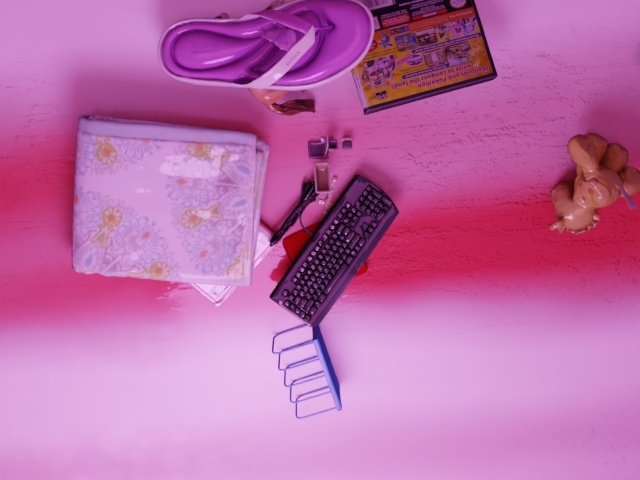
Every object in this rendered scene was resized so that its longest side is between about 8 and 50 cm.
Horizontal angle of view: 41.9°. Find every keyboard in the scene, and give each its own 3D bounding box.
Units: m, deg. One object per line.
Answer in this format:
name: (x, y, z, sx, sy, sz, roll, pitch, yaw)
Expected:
keyboard: (0.000, 0.000, 1.723, 0.201, 0.033, 0.317, 35, 90, 3)

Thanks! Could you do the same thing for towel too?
towel: (-0.300, -0.074, 1.663, 0.374, 0.090, 0.321, 6, 104, -6)

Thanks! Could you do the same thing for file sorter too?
file sorter: (-0.029, 0.278, 1.791, 0.104, 0.118, 0.170, -18, 105, 4)

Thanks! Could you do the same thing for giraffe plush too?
giraffe plush: (0.552, -0.095, 1.730, 0.181, 0.210, 0.170, 17, 136, -21)

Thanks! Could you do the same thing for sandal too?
sandal: (-0.105, -0.356, 1.552, 0.416, 0.102, 0.169, -8, 98, 8)

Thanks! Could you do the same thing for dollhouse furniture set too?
dollhouse furniture set: (0.025, -0.157, 1.676, 0.091, 0.081, 0.114, -3, 79, -4)

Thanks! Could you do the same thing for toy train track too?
toy train track: (0.021, -0.092, 1.749, 0.048, 0.014, 0.083, 14, 103, -8)

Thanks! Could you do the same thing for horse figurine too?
horse figurine: (-0.103, -0.350, 1.646, 0.174, 0.066, 0.263, -29, 103, -3)

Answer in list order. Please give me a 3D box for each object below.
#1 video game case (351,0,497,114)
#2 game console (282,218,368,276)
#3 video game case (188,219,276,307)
video game case: (0.178, -0.397, 1.617, 0.274, 0.035, 0.248, -16, 88, -9)
game console: (0.011, 0.033, 1.782, 0.144, 0.085, 0.124, -25, 136, 3)
video game case: (-0.255, -0.022, 1.739, 0.285, 0.025, 0.204, 41, 98, -14)
